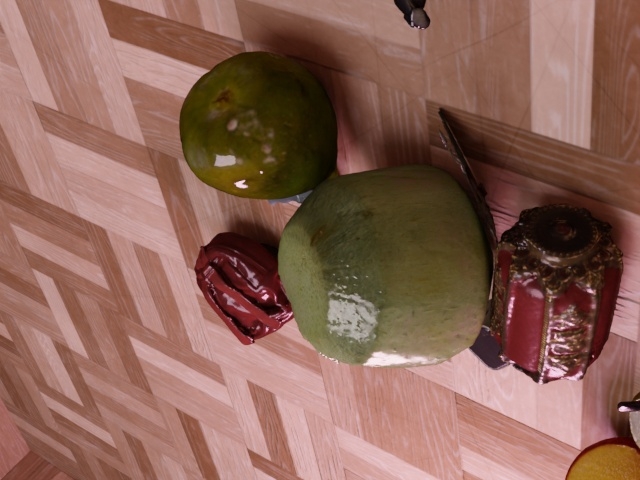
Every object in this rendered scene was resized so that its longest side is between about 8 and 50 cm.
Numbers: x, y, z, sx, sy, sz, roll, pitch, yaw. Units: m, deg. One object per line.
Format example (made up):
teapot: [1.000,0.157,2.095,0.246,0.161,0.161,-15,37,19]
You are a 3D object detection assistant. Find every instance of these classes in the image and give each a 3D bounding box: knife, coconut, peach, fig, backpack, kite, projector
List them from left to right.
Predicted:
backpack: [-0.142,0.080,2.050,0.229,0.139,0.229,28,147,20]
fig: [-0.088,-0.151,1.641,0.233,0.233,0.314,35,171,13]
knife: [-0.039,-0.074,1.840,0.210,0.015,0.028,1,102,60]
coconut: [0.112,0.037,1.580,0.329,0.328,0.281,26,124,26]
kite: [0.198,-0.089,1.463,0.250,0.012,0.229,39,-153,-59]
projector: [0.282,0.142,1.698,0.083,0.082,0.083,45,148,-2]
peach: [0.474,0.398,1.689,0.190,0.190,0.192,33,166,16]

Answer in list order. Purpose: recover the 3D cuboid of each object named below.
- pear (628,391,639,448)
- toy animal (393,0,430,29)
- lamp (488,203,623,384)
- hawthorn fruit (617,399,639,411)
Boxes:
pear: [0.520,0.256,1.548,0.141,0.104,0.141,20,119,42]
toy animal: [0.095,-0.370,1.277,0.225,0.094,0.121,59,-172,-30]
lamp: [0.323,0.075,1.500,0.177,0.177,0.273,26,143,26]
hawthorn fruit: [0.573,0.281,1.352,0.324,0.308,0.308,58,156,25]
